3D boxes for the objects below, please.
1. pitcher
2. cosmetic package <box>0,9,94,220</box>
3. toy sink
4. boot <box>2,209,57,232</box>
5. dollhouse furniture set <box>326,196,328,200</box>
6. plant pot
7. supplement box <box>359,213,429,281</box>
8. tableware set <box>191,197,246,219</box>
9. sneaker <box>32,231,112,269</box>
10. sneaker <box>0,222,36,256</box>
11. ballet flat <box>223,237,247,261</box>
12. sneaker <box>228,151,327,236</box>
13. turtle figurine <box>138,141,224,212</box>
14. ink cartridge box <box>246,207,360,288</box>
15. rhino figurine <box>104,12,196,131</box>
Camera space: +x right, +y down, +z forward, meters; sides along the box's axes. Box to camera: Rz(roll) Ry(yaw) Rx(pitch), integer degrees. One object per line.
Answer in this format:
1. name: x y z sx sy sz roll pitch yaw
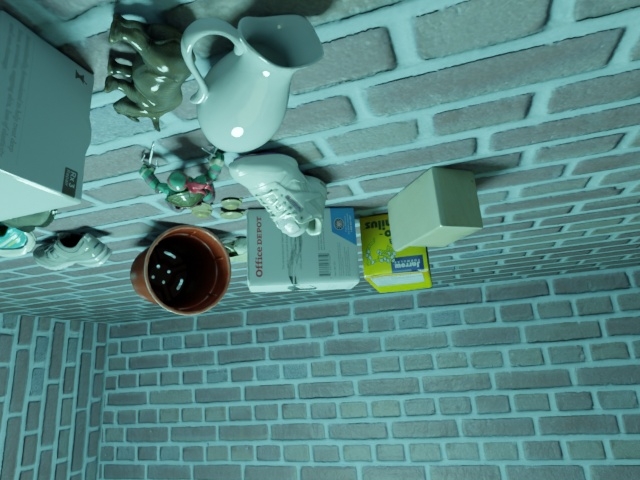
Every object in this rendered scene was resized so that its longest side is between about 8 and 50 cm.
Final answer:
1. pitcher: -0.119 -0.213 0.607 0.178 0.125 0.207 -4 159 -34
2. cosmetic package: -0.530 -0.139 0.626 0.386 0.217 0.156 -11 162 19
3. toy sink: 0.292 -0.069 1.147 0.131 0.152 0.234 2 162 -19
4. boot: -0.721 -0.084 1.016 0.247 0.083 0.161 -17 153 35
5. dollhouse furniture set: -0.044 -0.074 1.178 0.091 0.081 0.114 5 162 -27
6. plant pot: -0.473 0.102 1.421 0.273 0.272 0.265 10 167 -38
7. supplement box: 0.260 0.051 1.472 0.194 0.195 0.356 -8 164 13
8. tableware set: -0.285 -0.085 1.202 0.169 0.020 0.141 0 165 -16
9. sneaker: -0.781 0.015 1.360 0.282 0.105 0.115 -5 130 19
10. sneaker: -0.941 -0.014 1.215 0.276 0.106 0.109 -8 144 -3
11. ballet flat: -0.287 0.032 1.511 0.249 0.086 0.086 -14 161 33
12. sneaker: -0.077 -0.096 0.976 0.114 0.152 0.305 -12 160 33
13. turtle figurine: -0.289 -0.121 0.926 0.176 0.118 0.234 -1 169 -8
14. ink cartridge box: -0.056 0.029 1.277 0.308 0.222 0.129 -1 165 -7
15. rhino figurine: -0.251 -0.226 0.636 0.107 0.073 0.243 8 162 -26
